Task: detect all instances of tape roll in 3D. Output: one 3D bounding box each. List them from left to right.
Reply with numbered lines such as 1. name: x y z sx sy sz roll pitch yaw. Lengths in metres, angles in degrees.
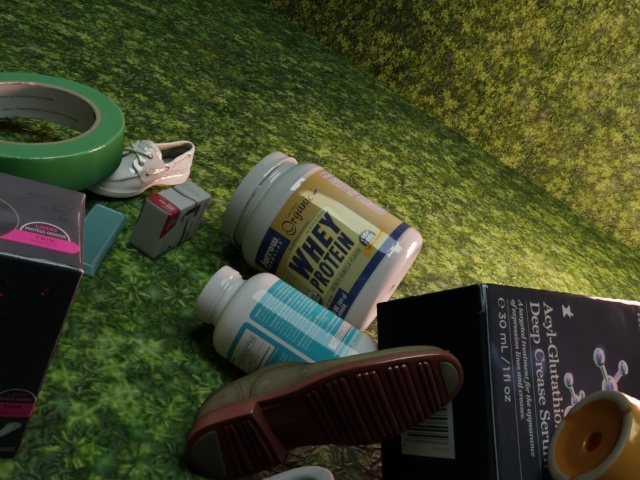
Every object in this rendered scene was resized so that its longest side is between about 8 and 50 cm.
1. tape roll: -0.510 -0.193 1.137 0.322 0.077 0.321 11 35 -8

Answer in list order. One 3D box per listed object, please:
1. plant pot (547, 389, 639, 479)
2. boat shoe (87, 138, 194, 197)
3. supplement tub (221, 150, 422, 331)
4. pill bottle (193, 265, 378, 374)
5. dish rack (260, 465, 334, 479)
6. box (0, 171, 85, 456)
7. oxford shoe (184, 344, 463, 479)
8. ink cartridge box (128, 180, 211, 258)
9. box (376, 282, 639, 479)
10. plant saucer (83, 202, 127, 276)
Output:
1. plant pot: 0.378 0.279 0.755 0.188 0.205 0.205 36 26 -6
2. boat shoe: -0.352 -0.156 1.276 0.098 0.096 0.277 38 28 14
3. supplement tub: 0.000 0.000 1.196 0.316 0.228 0.228 34 27 11
4. pill bottle: -0.057 0.145 0.976 0.264 0.146 0.146 33 27 7
5. dish rack: -0.134 0.295 0.471 0.285 0.333 0.072 -75 143 -86
6. box: -0.358 0.075 0.668 0.165 0.270 0.143 14 30 -26
7. oxford shoe: 0.000 0.184 0.822 0.349 0.122 0.130 -15 25 3
8. ink cartridge box: -0.263 -0.039 1.154 0.056 0.099 0.135 33 27 9
9. box: 0.298 0.233 0.948 0.396 0.212 0.293 8 74 -35
10. plant saucer: -0.376 -0.007 1.082 0.067 0.018 0.192 23 28 -11
